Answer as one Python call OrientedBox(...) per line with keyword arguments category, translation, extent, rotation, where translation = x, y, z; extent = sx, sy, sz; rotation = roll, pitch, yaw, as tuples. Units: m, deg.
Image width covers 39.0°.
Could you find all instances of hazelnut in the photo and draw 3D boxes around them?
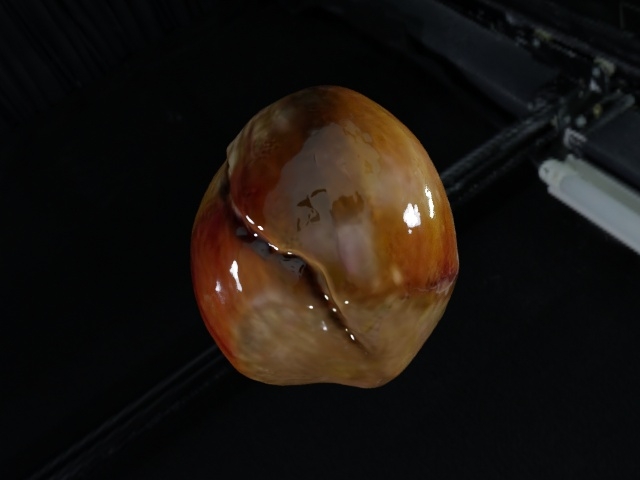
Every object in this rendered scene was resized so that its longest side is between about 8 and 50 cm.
OrientedBox(category="hazelnut", translation=(0.000, 0.000, 1.093), extent=(0.372, 0.315, 0.372), rotation=(-3, -94, 40))
